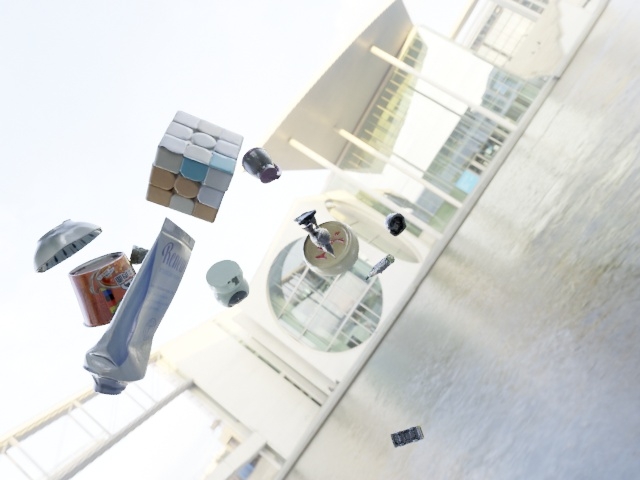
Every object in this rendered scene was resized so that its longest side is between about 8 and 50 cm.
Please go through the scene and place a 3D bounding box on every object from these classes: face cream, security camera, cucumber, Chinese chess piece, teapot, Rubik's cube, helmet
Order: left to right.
[{"bbox_3d":[-0.426,0.161,1.011,0.235,0.137,0.420,84,-154,-76],"label":"face cream"},{"bbox_3d":[-0.599,-0.351,2.010,0.344,0.347,0.346,-55,21,40],"label":"Rubik's cube"},{"bbox_3d":[-0.471,0.238,2.155,0.194,0.195,0.236,-48,-34,-33],"label":"security camera"},{"bbox_3d":[-0.228,-0.282,1.655,0.116,0.146,0.148,-41,-30,1],"label":"teapot"},{"bbox_3d":[0.046,0.034,1.800,0.250,0.250,0.103,-53,-37,-11],"label":"Chinese chess piece"},{"bbox_3d":[0.200,0.096,1.423,0.043,0.039,0.163,-32,-13,-33],"label":"cucumber"},{"bbox_3d":[0.329,-0.079,1.890,0.098,0.070,0.123,-40,-55,-12],"label":"helmet"}]

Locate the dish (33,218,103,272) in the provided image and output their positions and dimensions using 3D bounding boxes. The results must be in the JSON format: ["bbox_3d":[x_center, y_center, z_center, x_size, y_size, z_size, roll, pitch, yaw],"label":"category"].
[{"bbox_3d":[-0.640,0.001,1.035,0.191,0.066,0.190,-36,10,7],"label":"dish"}]

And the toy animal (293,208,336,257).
[{"bbox_3d":[-0.005,-0.009,1.146,0.070,0.105,0.202,-31,-43,5],"label":"toy animal"}]

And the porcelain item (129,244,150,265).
[{"bbox_3d":[-0.650,0.075,1.681,0.069,0.216,0.081,-120,45,-61],"label":"porcelain item"}]

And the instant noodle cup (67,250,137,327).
[{"bbox_3d":[-0.763,0.166,1.496,0.250,0.250,0.192,-41,-59,-50],"label":"instant noodle cup"}]

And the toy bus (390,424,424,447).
[{"bbox_3d":[0.297,0.668,1.426,0.102,0.052,0.058,-28,-29,20],"label":"toy bus"}]
